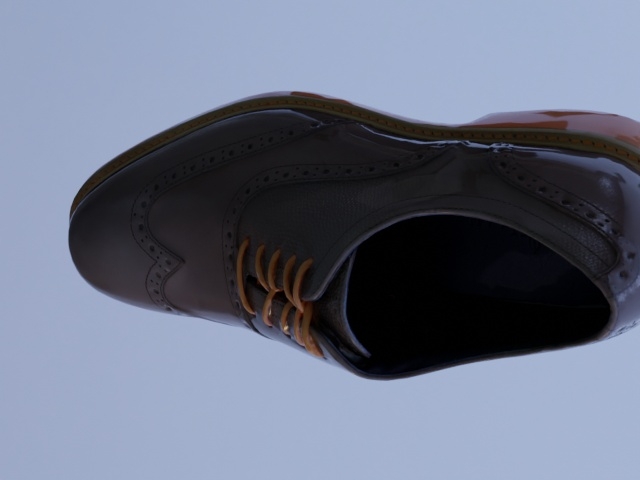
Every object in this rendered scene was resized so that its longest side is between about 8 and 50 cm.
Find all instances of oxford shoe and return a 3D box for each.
[{"bbox_3d":[0.000,0.000,0.698,0.363,0.133,0.130,-4,-67,30],"label":"oxford shoe"}]
